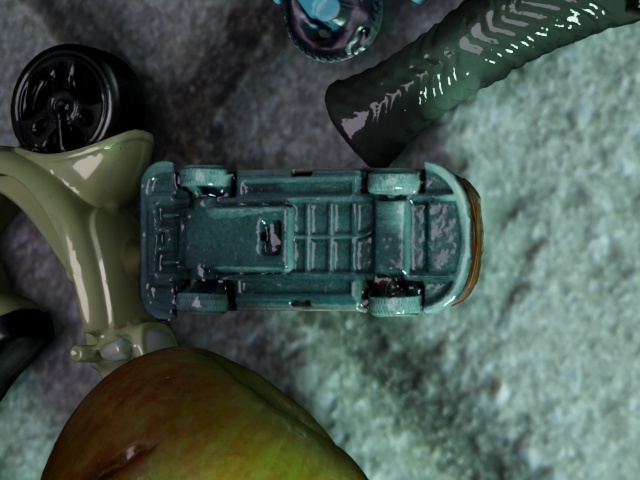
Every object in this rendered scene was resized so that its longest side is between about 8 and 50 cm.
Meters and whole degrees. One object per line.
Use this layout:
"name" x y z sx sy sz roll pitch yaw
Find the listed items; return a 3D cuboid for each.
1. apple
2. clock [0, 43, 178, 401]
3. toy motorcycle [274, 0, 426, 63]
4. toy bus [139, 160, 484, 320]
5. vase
"apple" -0.089 0.219 1.367 0.264 0.264 0.264 -1 87 22
"clock" -0.256 0.044 1.529 0.379 0.120 0.276 -37 73 21
"toy motorcycle" 0.055 -0.272 1.411 0.272 0.123 0.182 -39 75 11
"toy bus" 0.000 0.000 1.418 0.265 0.120 0.121 -1 87 22
"vase" 0.116 -0.147 1.392 0.237 0.115 0.115 -33 77 21
